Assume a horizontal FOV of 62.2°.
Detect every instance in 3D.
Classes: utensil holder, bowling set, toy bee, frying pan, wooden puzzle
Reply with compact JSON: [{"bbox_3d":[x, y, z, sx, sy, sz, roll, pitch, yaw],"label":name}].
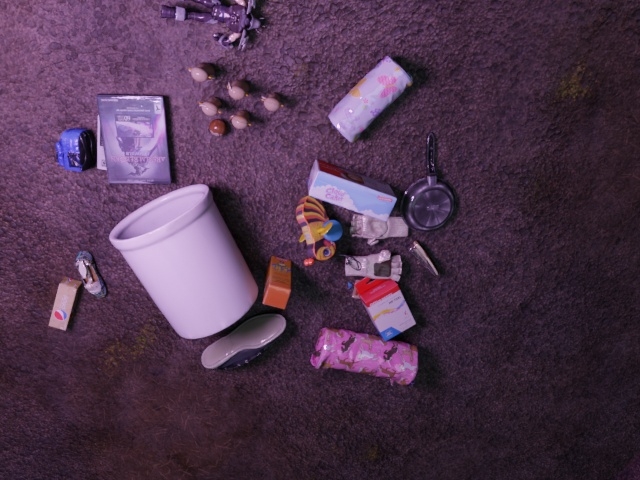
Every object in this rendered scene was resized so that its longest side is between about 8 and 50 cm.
[{"bbox_3d":[-0.412,0.069,1.671,0.328,0.327,0.385,-22,114,6],"label":"utensil holder"},{"bbox_3d":[-0.265,-0.384,1.570,0.287,0.154,0.199,18,111,-10],"label":"bowling set"},{"bbox_3d":[0.000,0.000,1.723,0.162,0.195,0.298,-36,78,-29],"label":"toy bee"},{"bbox_3d":[0.388,-0.172,1.761,0.197,0.053,0.326,15,110,-18],"label":"frying pan"},{"bbox_3d":[0.155,0.179,1.921,0.117,0.014,0.078,1,114,-3],"label":"wooden puzzle"}]

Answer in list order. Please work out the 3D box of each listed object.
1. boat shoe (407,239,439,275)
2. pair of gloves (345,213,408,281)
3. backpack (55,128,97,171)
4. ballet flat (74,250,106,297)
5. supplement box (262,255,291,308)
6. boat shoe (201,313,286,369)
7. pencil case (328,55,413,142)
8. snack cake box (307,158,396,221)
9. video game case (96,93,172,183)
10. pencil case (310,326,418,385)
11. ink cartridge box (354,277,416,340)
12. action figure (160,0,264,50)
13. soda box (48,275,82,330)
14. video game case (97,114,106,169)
[{"bbox_3d":[0.361,0.068,1.865,0.049,0.056,0.152,-33,102,16],"label":"boat shoe"},{"bbox_3d":[0.193,0.021,1.821,0.204,0.042,0.239,7,103,-6],"label":"pair of gloves"},{"bbox_3d":[-0.749,-0.281,1.618,0.101,0.098,0.120,7,114,-2],"label":"backpack"},{"bbox_3d":[-0.792,0.127,1.814,0.070,0.070,0.188,-14,114,3],"label":"ballet flat"},{"bbox_3d":[-0.142,0.135,1.764,0.078,0.233,0.080,15,109,-9],"label":"supplement box"},{"bbox_3d":[-0.261,0.382,1.937,0.340,0.127,0.113,-32,141,3],"label":"boat shoe"},{"bbox_3d":[0.150,-0.421,1.601,0.124,0.113,0.273,37,107,-28],"label":"pencil case"},{"bbox_3d":[0.096,-0.161,1.691,0.265,0.152,0.089,18,112,-11],"label":"snack cake box"},{"bbox_3d":[-0.568,-0.307,1.633,0.196,0.026,0.274,0,113,-3],"label":"video game case"},{"bbox_3d":[0.165,0.427,1.956,0.387,0.160,0.167,15,77,-9],"label":"pencil case"},{"bbox_3d":[0.231,0.228,1.900,0.134,0.078,0.231,-30,113,-4],"label":"ink cartridge box"},{"bbox_3d":[-0.295,-0.644,1.490,0.285,0.099,0.185,11,106,-12],"label":"action figure"},{"bbox_3d":[-0.890,0.220,1.853,0.061,0.058,0.181,20,112,-12],"label":"soda box"},{"bbox_3d":[-0.598,-0.294,1.663,0.191,0.022,0.173,8,113,-6],"label":"video game case"}]
